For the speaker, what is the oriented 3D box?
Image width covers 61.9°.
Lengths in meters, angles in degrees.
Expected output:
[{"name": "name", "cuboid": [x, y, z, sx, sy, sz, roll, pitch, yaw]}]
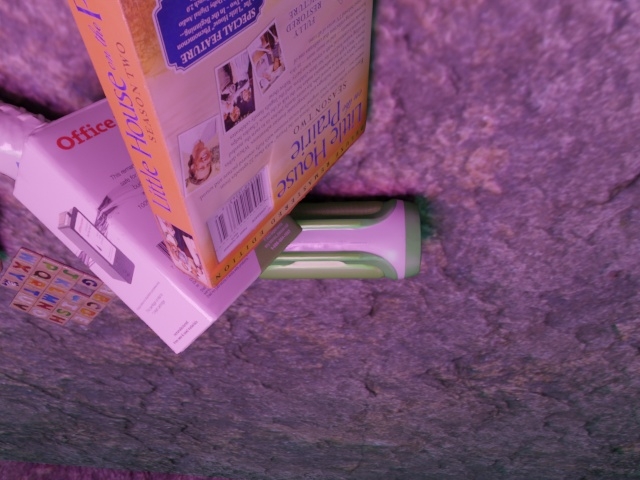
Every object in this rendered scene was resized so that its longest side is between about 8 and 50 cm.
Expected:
[{"name": "speaker", "cuboid": [0.000, 0.000, 0.818, 0.297, 0.131, 0.131, -1, 141, 6]}]

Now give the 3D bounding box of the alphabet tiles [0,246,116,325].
[{"name": "alphabet tiles", "cuboid": [-0.548, 0.110, 1.096, 0.198, 0.009, 0.237, 29, 135, -28]}]

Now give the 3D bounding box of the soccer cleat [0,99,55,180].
[{"name": "soccer cleat", "cuboid": [-0.380, -0.130, 0.722, 0.143, 0.116, 0.331, -34, 130, 9]}]

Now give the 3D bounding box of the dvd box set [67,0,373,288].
[{"name": "dvd box set", "cuboid": [-0.051, -0.188, 0.462, 0.062, 0.307, 0.420, 28, 148, 22]}]

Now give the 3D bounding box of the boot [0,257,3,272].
[{"name": "boot", "cuboid": [-0.671, -0.023, 0.877, 0.262, 0.095, 0.203, 12, 142, -16]}]

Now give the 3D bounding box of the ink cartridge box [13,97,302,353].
[{"name": "ink cartridge box", "cuboid": [-0.189, -0.036, 0.652, 0.273, 0.198, 0.115, 45, 135, -3]}]
